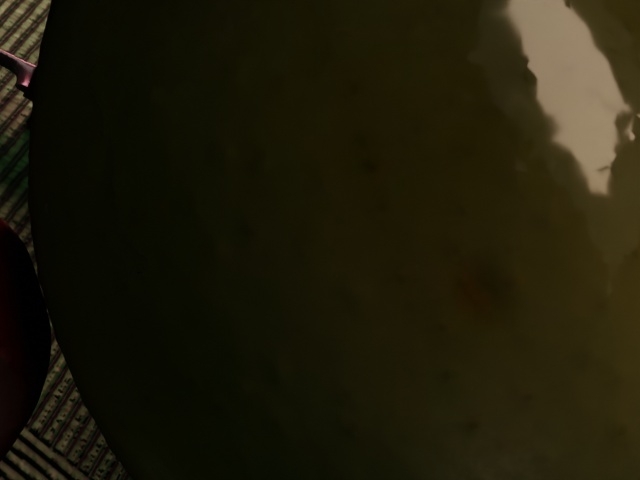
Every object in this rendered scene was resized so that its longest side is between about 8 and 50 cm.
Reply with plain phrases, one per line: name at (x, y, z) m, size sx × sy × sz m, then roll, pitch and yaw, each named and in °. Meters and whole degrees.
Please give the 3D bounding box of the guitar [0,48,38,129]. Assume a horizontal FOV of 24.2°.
guitar at (-0.211, -0.117, 1.081) m, size 0.233 × 0.088 × 0.025 m, roll 26°, pitch 41°, yaw -18°

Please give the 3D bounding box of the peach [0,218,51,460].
peach at (-0.255, 0.055, 0.770) m, size 0.226 × 0.190 × 0.196 m, roll -16°, pitch 78°, yaw -58°

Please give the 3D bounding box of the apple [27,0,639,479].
apple at (0.051, -0.037, 0.829) m, size 0.473 × 0.473 × 0.473 m, roll 29°, pitch 41°, yaw -29°
